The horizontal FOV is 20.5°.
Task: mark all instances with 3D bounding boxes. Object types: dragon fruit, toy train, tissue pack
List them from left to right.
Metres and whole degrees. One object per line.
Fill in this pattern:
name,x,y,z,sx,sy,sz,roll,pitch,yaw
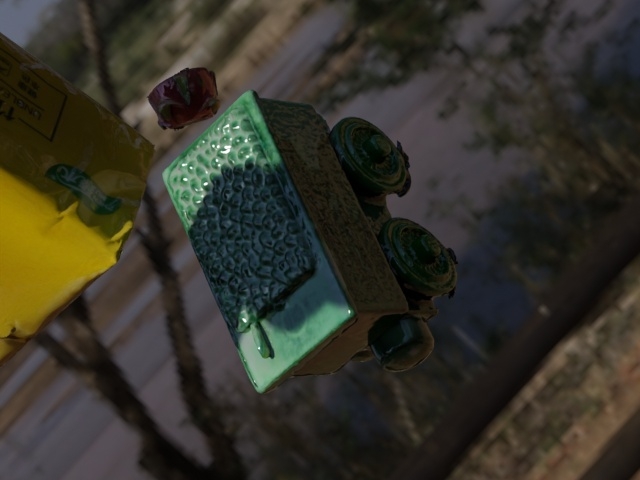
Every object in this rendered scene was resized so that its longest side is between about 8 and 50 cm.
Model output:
tissue pack,-0.392,-0.064,1.642,0.293,0.382,0.228,-41,25,30
dragon fruit,-0.151,-0.162,2.018,0.083,0.056,0.060,-19,-10,-12
toy train,0.000,0.000,1.568,0.202,0.266,0.145,1,-34,-48
